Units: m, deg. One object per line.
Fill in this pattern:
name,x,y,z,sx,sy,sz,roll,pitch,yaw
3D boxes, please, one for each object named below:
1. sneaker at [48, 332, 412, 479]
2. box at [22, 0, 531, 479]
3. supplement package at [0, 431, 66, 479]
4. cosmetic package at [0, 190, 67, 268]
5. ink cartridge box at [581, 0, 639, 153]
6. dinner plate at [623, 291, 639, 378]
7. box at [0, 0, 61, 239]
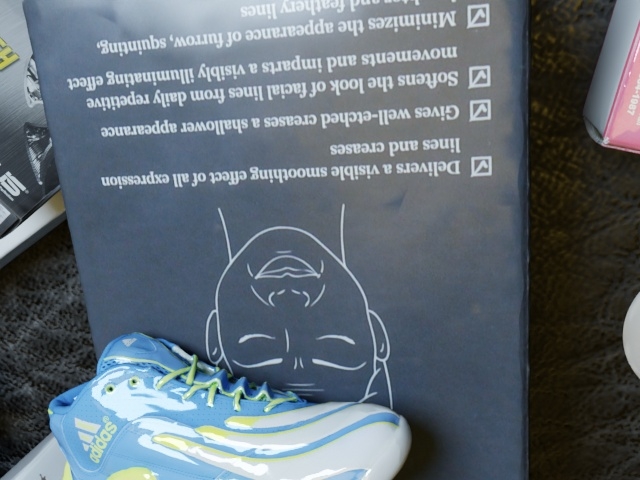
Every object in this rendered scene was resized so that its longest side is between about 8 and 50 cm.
sneaker,-0.073,0.112,0.414,0.240,0.091,0.126,-19,103,19
box,0.000,0.000,0.522,0.294,0.212,0.395,-1,108,12
supplement package,-0.280,0.320,0.712,0.293,0.177,0.175,-41,96,22
cosmetic package,-0.311,-0.041,0.646,0.231,0.085,0.117,-33,99,22
ink cartridge box,0.347,-0.138,0.447,0.283,0.117,0.207,14,111,8
dinner plate,0.332,0.082,0.582,0.141,0.017,0.141,4,111,12
box,-0.262,-0.142,0.527,0.231,0.183,0.056,48,137,-16
